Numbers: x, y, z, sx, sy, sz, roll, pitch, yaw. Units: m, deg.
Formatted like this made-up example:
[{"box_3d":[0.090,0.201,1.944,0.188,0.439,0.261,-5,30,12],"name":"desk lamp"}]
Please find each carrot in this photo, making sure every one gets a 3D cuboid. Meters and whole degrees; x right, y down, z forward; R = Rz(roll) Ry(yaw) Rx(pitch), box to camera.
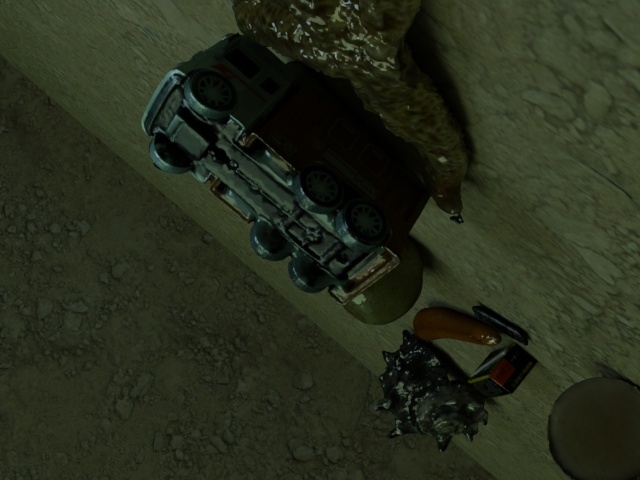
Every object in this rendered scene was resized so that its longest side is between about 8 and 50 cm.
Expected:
[{"box_3d":[0.216,0.144,1.456,0.271,0.062,0.066,166,89,-73],"name":"carrot"}]

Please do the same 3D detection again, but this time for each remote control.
[{"box_3d":[0.268,0.124,1.286,0.096,0.014,0.039,32,166,38],"name":"remote control"},{"box_3d":[0.032,-0.122,1.054,0.233,0.038,0.098,44,170,-17],"name":"remote control"}]

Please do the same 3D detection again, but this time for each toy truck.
[{"box_3d":[-0.032,-0.088,0.948,0.305,0.162,0.136,41,140,-5],"name":"toy truck"}]

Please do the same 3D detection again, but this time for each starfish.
[{"box_3d":[-0.002,-0.191,0.785,0.324,0.082,0.432,34,170,22],"name":"starfish"}]

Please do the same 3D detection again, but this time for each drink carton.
[{"box_3d":[0.293,0.213,1.412,0.056,0.071,0.165,37,168,7],"name":"drink carton"}]

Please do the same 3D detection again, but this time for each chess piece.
[{"box_3d":[0.389,0.284,1.186,0.143,0.142,0.261,36,173,27],"name":"chess piece"}]

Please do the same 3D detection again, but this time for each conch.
[{"box_3d":[0.243,0.341,1.893,0.241,0.186,0.313,-10,114,43],"name":"conch"}]

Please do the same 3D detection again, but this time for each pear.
[{"box_3d":[0.083,0.051,1.322,0.167,0.136,0.167,42,173,6],"name":"pear"}]
